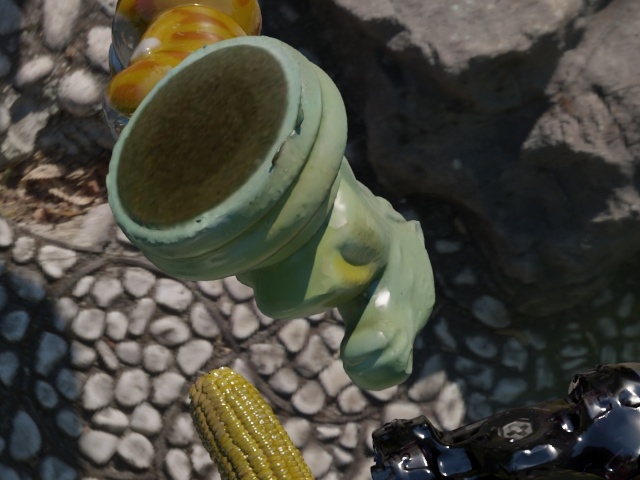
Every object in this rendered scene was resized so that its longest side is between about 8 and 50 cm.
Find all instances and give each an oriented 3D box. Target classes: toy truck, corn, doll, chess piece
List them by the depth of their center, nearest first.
[{"bbox_3d":[0.124,0.174,0.542,0.161,0.213,0.177,-15,106,-2],"label":"toy truck"},{"bbox_3d":[0.000,0.000,0.793,0.298,0.176,0.175,40,73,-45],"label":"chess piece"},{"bbox_3d":[-0.124,-0.160,1.019,0.162,0.166,0.269,-10,53,-7],"label":"doll"},{"bbox_3d":[-0.059,0.259,1.148,0.101,0.101,0.291,-22,58,-21],"label":"corn"}]
